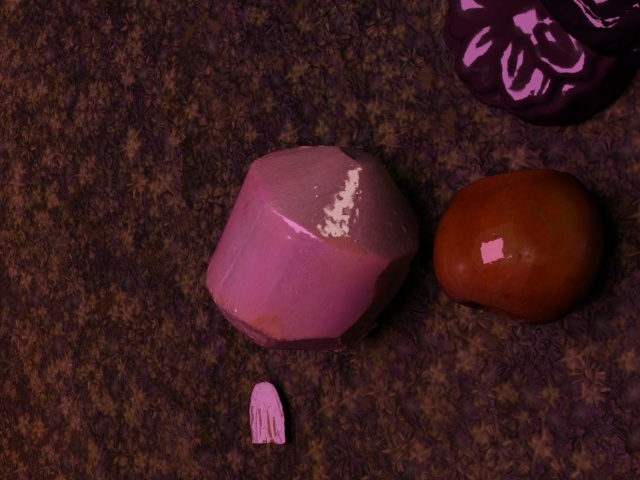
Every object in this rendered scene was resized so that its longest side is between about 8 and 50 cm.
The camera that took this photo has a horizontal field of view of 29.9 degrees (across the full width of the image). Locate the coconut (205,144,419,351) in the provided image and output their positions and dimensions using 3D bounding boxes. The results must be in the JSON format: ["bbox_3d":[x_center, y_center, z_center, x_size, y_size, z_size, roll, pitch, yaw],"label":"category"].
[{"bbox_3d":[0.000,0.000,1.828,0.297,0.297,0.310,47,120,31],"label":"coconut"}]

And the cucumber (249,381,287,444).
[{"bbox_3d":[-0.086,0.295,2.051,0.067,0.035,0.108,-6,84,23],"label":"cucumber"}]

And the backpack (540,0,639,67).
[{"bbox_3d":[0.439,-0.436,1.424,0.445,0.255,0.363,-36,71,18],"label":"backpack"}]

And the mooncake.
[{"bbox_3d":[0.306,-0.300,1.648,0.283,0.141,0.283,0,90,39],"label":"mooncake"}]

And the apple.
[{"bbox_3d":[0.269,0.002,1.630,0.236,0.237,0.208,9,79,41],"label":"apple"}]
